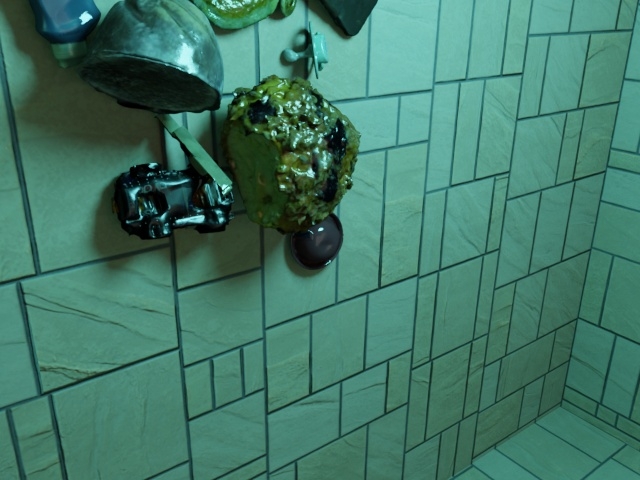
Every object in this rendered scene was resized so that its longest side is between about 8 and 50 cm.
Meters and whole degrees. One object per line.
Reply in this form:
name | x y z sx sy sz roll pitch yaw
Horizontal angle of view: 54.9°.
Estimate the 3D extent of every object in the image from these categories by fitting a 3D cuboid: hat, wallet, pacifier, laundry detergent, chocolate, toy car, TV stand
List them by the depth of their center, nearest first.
laundry detergent | -0.525 -0.500 1.240 0.143 0.094 0.289 -25 126 -37
chocolate | -0.345 -0.417 1.316 0.303 0.303 0.212 18 76 -42
TV stand | -0.305 -0.210 1.483 0.249 0.042 0.036 50 56 -5
toy car | -0.361 -0.104 1.518 0.301 0.118 0.193 -9 94 -33
wallet | 0.055 -0.687 1.634 0.309 0.042 0.165 35 80 -54
pacifier | -0.040 -0.503 1.644 0.117 0.127 0.150 -9 100 2
hat | 0.000 0.000 1.877 0.206 0.089 0.205 -15 117 -34

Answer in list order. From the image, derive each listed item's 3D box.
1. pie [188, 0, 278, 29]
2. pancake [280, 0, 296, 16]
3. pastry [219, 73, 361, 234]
pie | -0.206 -0.646 1.449 0.303 0.067 0.302 -19 122 -33
pancake | -0.077 -0.623 1.569 0.108 0.017 0.108 18 90 -81
pastry | -0.062 -0.228 1.600 0.337 0.292 0.405 -35 118 -37
